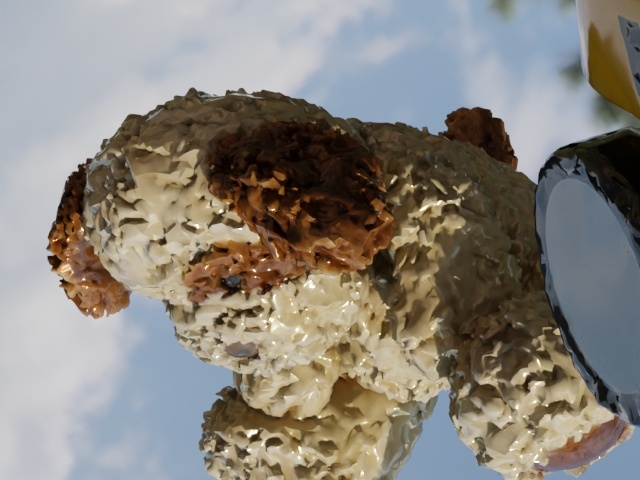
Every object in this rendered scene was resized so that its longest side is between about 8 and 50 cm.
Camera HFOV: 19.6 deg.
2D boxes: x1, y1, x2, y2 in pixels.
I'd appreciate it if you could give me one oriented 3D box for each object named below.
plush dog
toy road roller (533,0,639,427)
[{"bbox_3d":[0.000,0.000,0.848,0.262,0.225,0.210,-16,-120,48],"label":"plush dog"},{"bbox_3d":[0.189,-0.047,0.487,0.203,0.240,0.329,-17,-156,-15],"label":"toy road roller"}]
